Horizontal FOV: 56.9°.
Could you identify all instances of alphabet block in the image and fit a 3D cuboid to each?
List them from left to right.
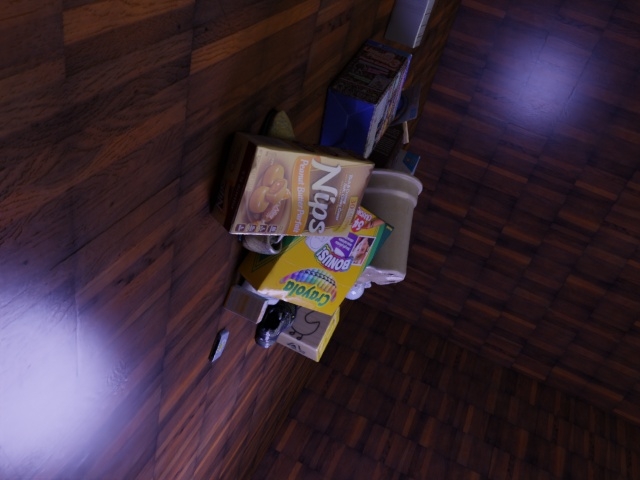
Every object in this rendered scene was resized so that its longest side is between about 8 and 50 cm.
[{"bbox_3d":[-0.057,0.304,2.164,0.193,0.197,0.192,85,30,-68],"label":"alphabet block"}]

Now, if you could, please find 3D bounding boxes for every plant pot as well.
[{"bbox_3d":[0.155,-0.027,1.866,0.334,0.334,0.305,72,19,-74],"label":"plant pot"}]

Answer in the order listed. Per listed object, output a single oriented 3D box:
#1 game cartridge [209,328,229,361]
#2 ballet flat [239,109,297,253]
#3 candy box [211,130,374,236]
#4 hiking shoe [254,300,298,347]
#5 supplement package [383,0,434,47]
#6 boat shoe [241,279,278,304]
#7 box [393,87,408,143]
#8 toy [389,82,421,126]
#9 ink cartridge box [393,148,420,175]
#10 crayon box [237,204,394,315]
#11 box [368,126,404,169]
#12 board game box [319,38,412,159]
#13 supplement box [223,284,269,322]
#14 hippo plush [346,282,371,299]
[{"bbox_3d":[-0.270,0.280,1.576,0.056,0.017,0.083,-37,149,-76],"label":"game cartridge"},{"bbox_3d":[-0.092,-0.116,1.327,0.123,0.123,0.348,-48,159,-59],"label":"ballet flat"},{"bbox_3d":[-0.050,-0.107,1.219,0.317,0.088,0.182,2,117,-41],"label":"candy box"},{"bbox_3d":[-0.134,0.255,1.984,0.226,0.086,0.114,-55,168,-43],"label":"hiking shoe"},{"bbox_3d":[0.290,-0.725,1.897,0.105,0.105,0.179,-49,160,-58],"label":"supplement package"},{"bbox_3d":[-0.154,0.129,1.626,0.075,0.083,0.226,-66,169,6],"label":"boat shoe"},{"bbox_3d":[0.261,-0.461,2.098,0.164,0.021,0.201,-126,-158,-57],"label":"box"},{"bbox_3d":[0.212,-0.434,1.931,0.056,0.237,0.136,29,62,-36],"label":"toy"},{"bbox_3d":[0.225,-0.255,2.242,0.168,0.233,0.171,98,18,-61],"label":"ink cartridge box"},{"bbox_3d":[0.000,0.022,1.574,0.313,0.106,0.363,-56,144,5],"label":"crayon box"},{"bbox_3d":[0.171,-0.294,2.067,0.203,0.169,0.167,-60,169,-27],"label":"box"},{"bbox_3d":[0.128,-0.398,1.714,0.291,0.141,0.232,-57,166,-39],"label":"board game box"},{"bbox_3d":[-0.187,0.159,1.492,0.062,0.099,0.036,-67,169,7],"label":"supplement box"},{"bbox_3d":[0.095,0.151,2.460,0.294,0.237,0.234,-56,165,-42],"label":"hippo plush"}]
